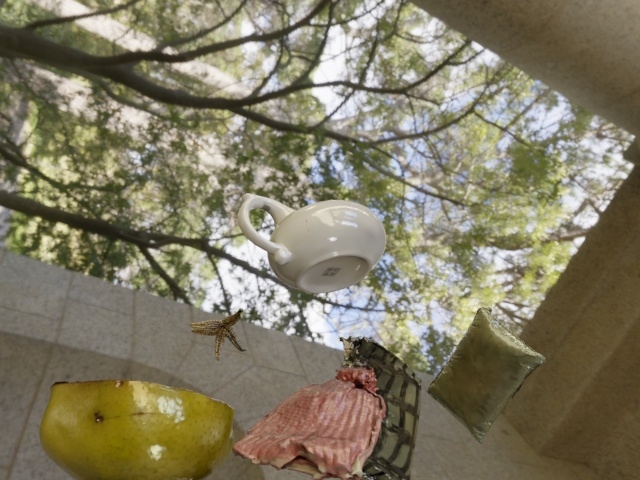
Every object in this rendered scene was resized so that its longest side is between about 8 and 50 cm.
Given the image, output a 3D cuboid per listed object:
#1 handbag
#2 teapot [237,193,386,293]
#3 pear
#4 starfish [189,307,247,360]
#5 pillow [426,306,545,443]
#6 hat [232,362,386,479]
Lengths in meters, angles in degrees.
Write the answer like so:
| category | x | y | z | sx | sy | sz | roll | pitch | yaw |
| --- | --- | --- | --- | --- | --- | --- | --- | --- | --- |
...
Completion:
| category | x | y | z | sx | sy | sz | roll | pitch | yaw |
| --- | --- | --- | --- | --- | --- | --- | --- | --- | --- |
| handbag | 0.134 | 0.444 | 1.389 | 0.163 | 0.327 | 0.325 | -10 | -130 | 34 |
| teapot | 0.000 | 0.000 | 0.918 | 0.204 | 0.298 | 0.139 | -38 | -127 | 38 |
| pear | -0.376 | 0.424 | 1.103 | 0.340 | 0.387 | 0.191 | 103 | -10 | -55 |
| starfish | -0.210 | 0.196 | 1.203 | 0.130 | 0.133 | 0.041 | -47 | -179 | 8 |
| pillow | 0.383 | 0.319 | 1.275 | 0.185 | 0.075 | 0.302 | 43 | -56 | 33 |
| hat | 0.014 | 0.303 | 0.912 | 0.237 | 0.286 | 0.107 | 0 | -72 | 30 |
